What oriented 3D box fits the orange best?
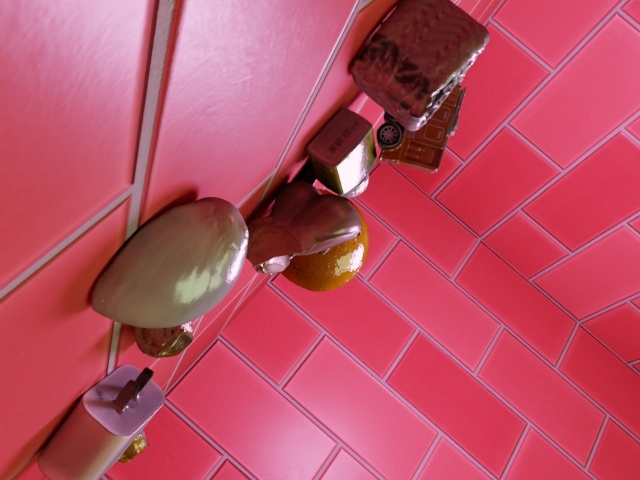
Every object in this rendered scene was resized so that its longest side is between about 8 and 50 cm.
[{"bbox_3d":[0.000,0.000,1.651,0.274,0.274,0.274,-49,178,-3],"label":"orange"}]

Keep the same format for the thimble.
[{"bbox_3d":[0.169,-0.314,1.079,0.217,0.157,0.245,-54,176,38],"label":"thimble"}]

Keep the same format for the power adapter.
[{"bbox_3d":[-0.413,0.352,1.222,0.255,0.124,0.187,-49,179,19],"label":"power adapter"}]

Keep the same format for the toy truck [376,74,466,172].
[{"bbox_3d":[0.227,-0.301,1.337,0.136,0.162,0.305,-30,137,-83],"label":"toy truck"}]

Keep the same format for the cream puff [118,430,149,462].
[{"bbox_3d":[-0.514,0.491,1.581,0.156,0.156,0.121,-49,147,-14],"label":"cream puff"}]

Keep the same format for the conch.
[{"bbox_3d":[-0.181,0.031,0.786,0.221,0.121,0.185,-43,145,-28],"label":"conch"}]

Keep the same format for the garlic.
[{"bbox_3d":[-0.039,-0.011,1.355,0.292,0.210,0.237,-18,138,-60],"label":"garlic"}]

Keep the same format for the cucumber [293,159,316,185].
[{"bbox_3d":[-0.034,-0.139,1.449,0.220,0.046,0.070,-49,180,26],"label":"cucumber"}]

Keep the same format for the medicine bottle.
[{"bbox_3d":[0.052,-0.172,1.314,0.132,0.088,0.188,-50,158,-12],"label":"medicine bottle"}]

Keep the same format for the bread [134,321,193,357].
[{"bbox_3d":[-0.283,0.165,1.139,0.087,0.098,0.269,-7,170,-9],"label":"bread"}]
